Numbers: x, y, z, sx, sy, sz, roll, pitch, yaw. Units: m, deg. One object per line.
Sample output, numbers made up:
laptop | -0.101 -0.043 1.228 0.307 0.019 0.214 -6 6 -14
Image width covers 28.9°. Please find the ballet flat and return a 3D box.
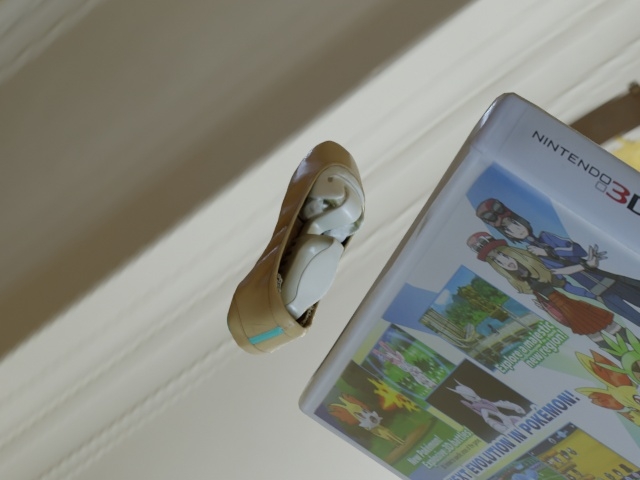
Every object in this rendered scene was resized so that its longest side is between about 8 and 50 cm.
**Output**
ballet flat | 0.000 0.000 1.027 0.073 0.080 0.232 -17 -143 42

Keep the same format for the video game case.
video game case | 0.149 0.102 0.561 0.036 0.300 0.329 -55 176 -26
